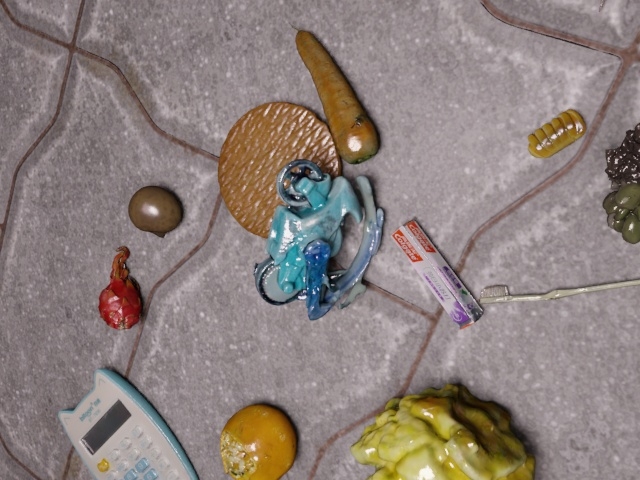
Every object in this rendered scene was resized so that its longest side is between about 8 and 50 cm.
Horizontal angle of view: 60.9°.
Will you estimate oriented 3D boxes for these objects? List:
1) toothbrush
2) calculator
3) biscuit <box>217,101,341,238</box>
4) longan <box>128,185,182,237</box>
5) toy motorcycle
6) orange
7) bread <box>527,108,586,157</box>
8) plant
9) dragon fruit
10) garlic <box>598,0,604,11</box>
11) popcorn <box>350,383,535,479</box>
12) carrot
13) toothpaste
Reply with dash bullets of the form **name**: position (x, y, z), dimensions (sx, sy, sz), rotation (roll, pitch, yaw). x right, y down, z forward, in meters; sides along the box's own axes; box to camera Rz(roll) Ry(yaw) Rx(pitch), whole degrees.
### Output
- **toothbrush**: position (0.391, 0.076, 0.836), dimensions (0.295, 0.026, 0.028), rotation (-7, 78, 26)
- **calculator**: position (-0.429, 0.490, 1.244), dimensions (0.256, 0.054, 0.386), rotation (-45, 78, 22)
- **biscuit**: position (-0.078, -0.129, 1.024), dimensions (0.262, 0.037, 0.261), rotation (3, 96, 25)
- **longan**: position (-0.341, -0.058, 1.125), dimensions (0.114, 0.092, 0.113), rotation (2, 114, 5)
- **toy motorcycle**: position (0.000, 0.000, 0.928), dimensions (0.154, 0.206, 0.260), rotation (-136, 58, -62)
- **orange**: position (-0.122, 0.397, 1.049), dimensions (0.155, 0.134, 0.154), rotation (1, 92, 18)
- **bread**: position (0.355, -0.160, 0.824), dimensions (0.088, 0.034, 0.049), rotation (-32, 76, 25)
- **plant**: position (0.443, -0.084, 0.767), dimensions (0.087, 0.085, 0.174), rotation (5, 104, -3)
- **dragon fruit**: position (-0.440, 0.109, 1.202), dimensions (0.094, 0.094, 0.190), rotation (-21, 65, 25)
- **garlic**: position (0.380, -0.443, 0.765), dimensions (0.198, 0.090, 0.128), rotation (49, 128, 5)
- **popcorn**: position (0.182, 0.354, 0.849), dimensions (0.293, 0.293, 0.236), rotation (26, 112, 20)
- **carrot**: position (0.015, -0.270, 0.953), dimensions (0.078, 0.078, 0.298), rotation (-31, 78, 24)
- **toothpaste**: position (0.192, 0.057, 0.910), dimensions (0.196, 0.040, 0.047), rotation (55, 138, 10)
